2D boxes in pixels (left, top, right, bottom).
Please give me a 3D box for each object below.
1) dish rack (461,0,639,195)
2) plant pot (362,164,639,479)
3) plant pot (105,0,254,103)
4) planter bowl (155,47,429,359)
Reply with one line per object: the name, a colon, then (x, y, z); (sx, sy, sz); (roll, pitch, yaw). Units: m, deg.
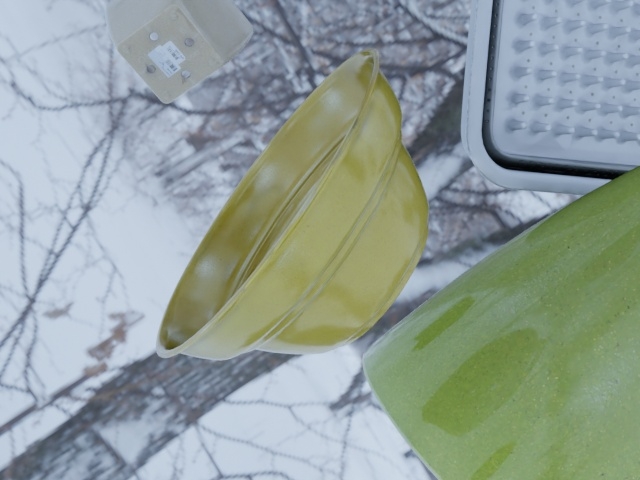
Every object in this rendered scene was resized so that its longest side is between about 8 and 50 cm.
dish rack: (0.279, -0.182, 0.949); (0.072, 0.333, 0.285); (-162, -104, -69)
plant pot: (0.234, 0.082, 0.824); (0.275, 0.293, 0.275); (40, 11, -9)
plant pot: (-0.138, -0.195, 0.966); (0.109, 0.109, 0.096); (50, 19, -27)
planter bowl: (0.000, 0.000, 0.600); (0.090, 0.217, 0.217); (36, 6, -14)
